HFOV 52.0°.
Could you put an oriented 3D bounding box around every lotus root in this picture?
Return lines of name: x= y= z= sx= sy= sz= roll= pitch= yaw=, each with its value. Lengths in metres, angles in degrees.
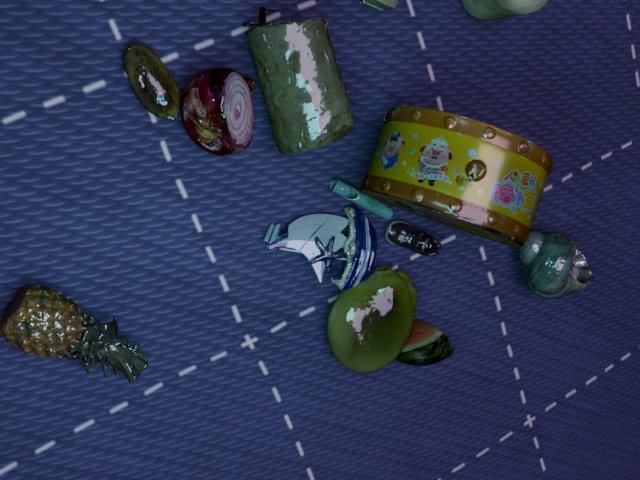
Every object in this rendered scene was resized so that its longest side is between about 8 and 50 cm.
lotus root: x=-0.359 y=-0.336 z=1.406 sx=0.089 sy=0.080 sz=0.179 roll=-37 pitch=113 yaw=-14

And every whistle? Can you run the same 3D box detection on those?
whistle: x=0.106 y=-0.105 z=1.683 sx=0.186 sy=0.039 sz=0.039 roll=26 pitch=90 yaw=-26

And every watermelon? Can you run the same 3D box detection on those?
watermelon: x=0.290 y=0.305 z=1.814 sx=0.145 sy=0.193 sz=0.137 roll=55 pitch=33 yaw=-25

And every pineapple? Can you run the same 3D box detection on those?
pineapple: x=-0.517 y=0.209 z=1.414 sx=0.310 sy=0.141 sz=0.170 roll=35 pitch=123 yaw=-29

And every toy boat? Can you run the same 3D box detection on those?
toy boat: x=0.012 y=0.029 z=1.637 sx=0.292 sy=0.070 sz=0.210 roll=-14 pitch=86 yaw=-21

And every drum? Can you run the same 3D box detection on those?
drum: x=0.317 y=-0.149 z=1.563 sx=0.431 sy=0.431 sz=0.214 roll=18 pitch=93 yaw=-26

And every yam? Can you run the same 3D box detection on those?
yam: x=-0.041 y=-0.348 z=1.481 sx=0.195 sy=0.195 sz=0.300 roll=-22 pitch=108 yaw=-18

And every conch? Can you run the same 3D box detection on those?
conch: x=0.677 y=0.065 z=1.906 sx=0.277 sy=0.195 sz=0.220 roll=35 pitch=64 yaw=-3

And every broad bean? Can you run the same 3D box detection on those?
broad bean: x=0.135 y=0.204 z=1.714 sx=0.238 sy=0.119 sz=0.291 roll=23 pitch=90 yaw=-24

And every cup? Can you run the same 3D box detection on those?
cup: x=0.497 y=-0.676 z=1.645 sx=0.255 sy=0.202 sz=0.173 roll=-47 pitch=114 yaw=-9

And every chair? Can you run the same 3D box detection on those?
chair: x=-0.135 y=-0.509 z=1.492 sx=0.086 sy=0.037 sz=0.042 roll=-11 pitch=117 yaw=-26

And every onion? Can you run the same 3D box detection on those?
onion: x=-0.217 y=-0.302 z=1.455 sx=0.218 sy=0.140 sz=0.195 roll=-69 pitch=146 yaw=-41

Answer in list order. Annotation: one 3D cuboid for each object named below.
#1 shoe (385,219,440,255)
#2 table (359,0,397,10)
shoe: x=0.256 y=0.001 z=1.737 sx=0.169 sy=0.099 sz=0.071 roll=21 pitch=94 yaw=-25
table: x=0.144 y=-0.599 z=1.570 sx=0.062 sy=0.083 sz=0.079 roll=14 pitch=94 yaw=-27
